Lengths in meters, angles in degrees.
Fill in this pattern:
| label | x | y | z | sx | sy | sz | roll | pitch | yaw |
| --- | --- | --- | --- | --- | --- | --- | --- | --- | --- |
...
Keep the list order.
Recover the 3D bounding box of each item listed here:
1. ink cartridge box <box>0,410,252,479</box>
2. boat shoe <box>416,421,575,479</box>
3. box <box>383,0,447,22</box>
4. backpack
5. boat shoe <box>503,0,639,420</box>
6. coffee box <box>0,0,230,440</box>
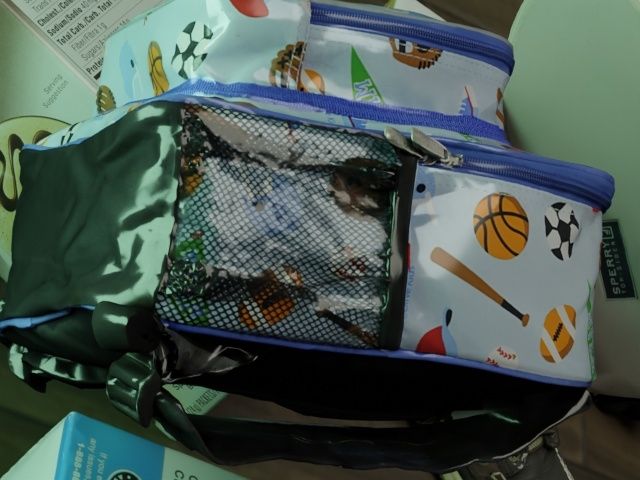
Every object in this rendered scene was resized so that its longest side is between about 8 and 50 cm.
| label | x | y | z | sx | sy | sz | roll | pitch | yaw |
| --- | --- | --- | --- | --- | --- | --- | --- | --- | --- |
| ink cartridge box | -0.068 | 0.226 | 0.951 | 0.233 | 0.168 | 0.171 | 24 | 48 | -23 |
| boat shoe | 0.112 | 0.115 | 1.243 | 0.080 | 0.073 | 0.223 | -26 | 79 | -46 |
| box | 0.035 | -0.054 | 1.259 | 0.091 | 0.130 | 0.170 | 33 | 45 | -16 |
| backpack | 0.000 | 0.000 | 0.906 | 0.263 | 0.276 | 0.213 | 16 | 85 | -21 |
| boat shoe | 0.218 | -0.055 | 1.338 | 0.158 | 0.127 | 0.340 | -49 | 135 | -52 |
| coffee box | -0.124 | -0.051 | 1.105 | 0.297 | 0.168 | 0.119 | 44 | 43 | -4 |
